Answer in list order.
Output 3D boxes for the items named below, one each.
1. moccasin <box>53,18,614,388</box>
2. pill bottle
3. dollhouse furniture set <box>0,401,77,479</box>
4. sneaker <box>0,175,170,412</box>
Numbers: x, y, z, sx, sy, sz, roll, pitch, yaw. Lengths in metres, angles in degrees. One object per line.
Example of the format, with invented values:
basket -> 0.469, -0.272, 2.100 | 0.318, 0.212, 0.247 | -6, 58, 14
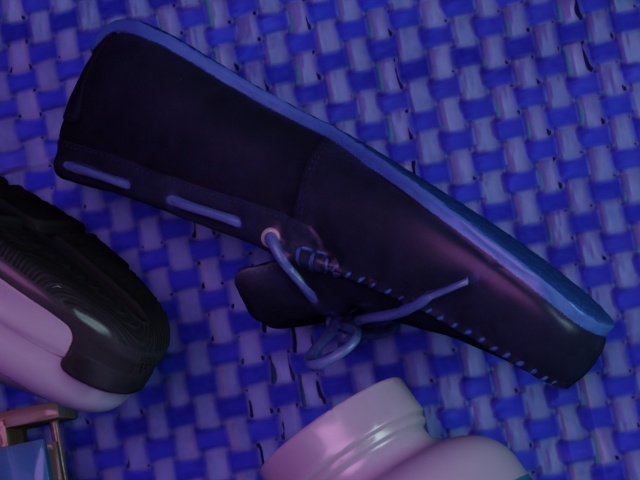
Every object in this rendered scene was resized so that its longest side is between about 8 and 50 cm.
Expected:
moccasin -> 0.000, 0.000, 1.037 | 0.342, 0.137, 0.117 | 31, 93, 27
pill bottle -> 0.077, 0.203, 0.968 | 0.146, 0.146, 0.264 | -35, 78, 4
dollhouse furniture set -> -0.199, 0.189, 1.030 | 0.128, 0.129, 0.184 | -12, 81, 9
sneaker -> -0.308, 0.055, 1.076 | 0.447, 0.169, 0.258 | 25, 95, 21
